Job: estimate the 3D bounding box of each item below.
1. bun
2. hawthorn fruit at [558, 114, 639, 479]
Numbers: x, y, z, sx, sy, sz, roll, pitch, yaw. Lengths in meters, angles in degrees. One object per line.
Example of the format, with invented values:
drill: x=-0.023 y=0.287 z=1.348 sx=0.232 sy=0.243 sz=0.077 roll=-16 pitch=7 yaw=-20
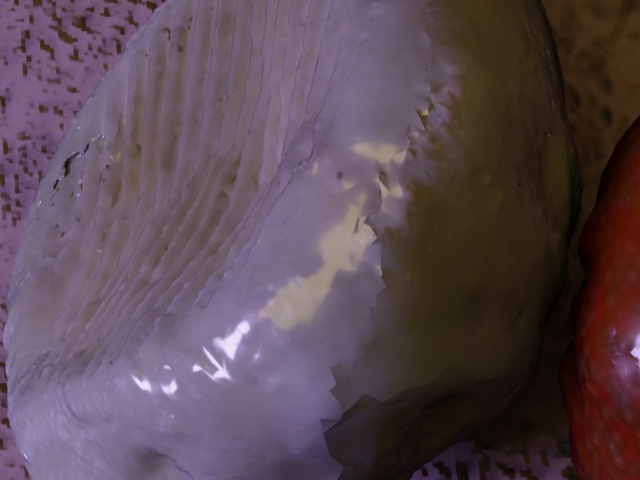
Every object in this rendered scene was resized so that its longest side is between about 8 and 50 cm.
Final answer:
bun: x=0.000 y=0.000 z=0.629 sx=0.231 sy=0.133 sz=0.231 roll=-37 pitch=34 yaw=31
hawthorn fruit: x=0.165 y=0.037 z=0.569 sx=0.194 sy=0.157 sz=0.157 roll=21 pitch=77 yaw=15
